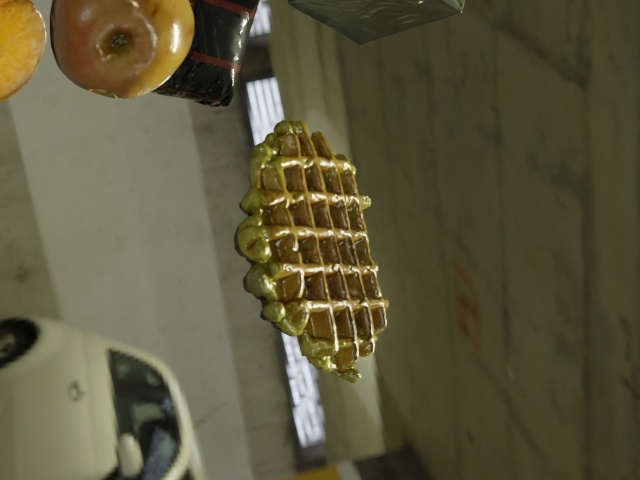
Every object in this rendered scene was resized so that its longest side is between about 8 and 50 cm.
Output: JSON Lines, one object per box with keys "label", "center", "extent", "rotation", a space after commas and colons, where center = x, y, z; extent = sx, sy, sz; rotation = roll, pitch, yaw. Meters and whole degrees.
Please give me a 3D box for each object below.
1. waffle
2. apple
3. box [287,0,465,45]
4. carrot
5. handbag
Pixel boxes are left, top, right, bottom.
{"label": "waffle", "center": [0.000, 0.009, 1.493], "extent": [0.281, 0.058, 0.301], "rotation": [37, 45, -48]}
{"label": "apple", "center": [-0.233, -0.253, 1.498], "extent": [0.199, 0.199, 0.199], "rotation": [167, -90, -80]}
{"label": "box", "center": [0.087, -0.393, 1.794], "extent": [0.231, 0.155, 0.149], "rotation": [-6, -116, 52]}
{"label": "carrot", "center": [-0.547, -0.343, 1.936], "extent": [0.254, 0.196, 0.196], "rotation": [45, -30, 44]}
{"label": "handbag", "center": [-0.192, -0.308, 1.804], "extent": [0.155, 0.169, 0.215], "rotation": [20, -85, 50]}
